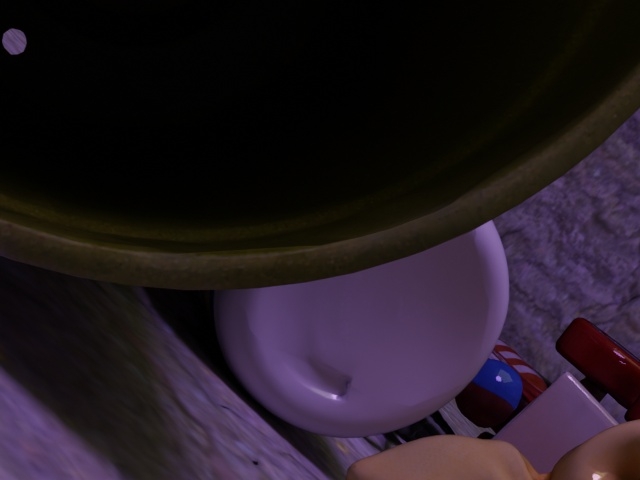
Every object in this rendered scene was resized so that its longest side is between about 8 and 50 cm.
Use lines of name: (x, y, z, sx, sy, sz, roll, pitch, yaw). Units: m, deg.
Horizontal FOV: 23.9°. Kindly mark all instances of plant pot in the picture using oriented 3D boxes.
plant pot: (-0.063, -0.166, 0.606, 0.366, 0.366, 0.353, 46, -8, -7)

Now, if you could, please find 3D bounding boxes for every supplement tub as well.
supplement tub: (0.000, 0.000, 0.792, 0.144, 0.144, 0.199, 45, 3, -24)

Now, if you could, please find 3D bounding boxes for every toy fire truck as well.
toy fire truck: (0.173, 0.146, 1.210, 0.254, 0.169, 0.302, 34, 8, -28)

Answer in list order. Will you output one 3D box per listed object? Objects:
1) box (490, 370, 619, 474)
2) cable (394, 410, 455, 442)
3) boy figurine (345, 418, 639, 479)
box: (0.213, 0.234, 0.918, 0.311, 0.121, 0.148, 47, 2, 10)
cable: (0.064, 0.101, 1.048, 0.139, 0.072, 0.287, 47, 3, 43)
boy figurine: (0.143, 0.156, 0.632, 0.285, 0.177, 0.092, 12, -4, 19)
